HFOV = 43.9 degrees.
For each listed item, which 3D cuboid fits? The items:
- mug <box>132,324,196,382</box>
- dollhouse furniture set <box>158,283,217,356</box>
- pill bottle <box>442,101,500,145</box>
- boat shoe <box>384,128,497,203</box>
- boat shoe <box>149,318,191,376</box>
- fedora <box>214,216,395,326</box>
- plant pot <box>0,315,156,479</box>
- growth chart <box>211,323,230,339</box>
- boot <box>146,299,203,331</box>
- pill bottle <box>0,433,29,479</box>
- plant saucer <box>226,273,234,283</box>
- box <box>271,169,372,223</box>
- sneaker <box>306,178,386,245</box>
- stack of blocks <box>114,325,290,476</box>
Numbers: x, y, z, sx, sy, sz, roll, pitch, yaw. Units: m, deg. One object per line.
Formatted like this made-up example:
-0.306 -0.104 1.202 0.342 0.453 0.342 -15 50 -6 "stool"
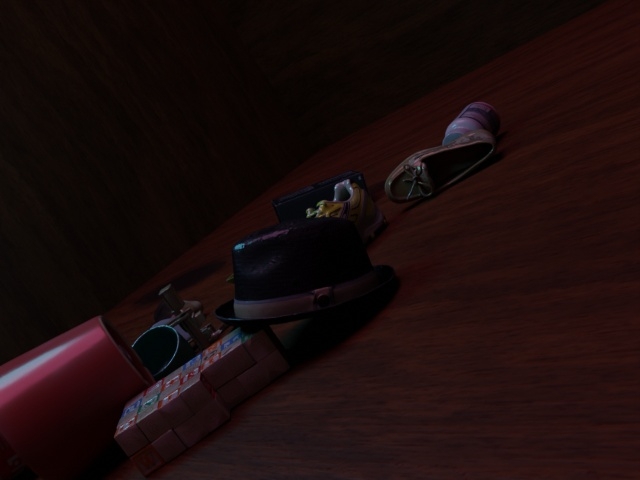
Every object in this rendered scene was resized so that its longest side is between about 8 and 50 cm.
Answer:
-0.334 0.271 1.683 0.130 0.097 0.157 -2 52 29 "mug"
-0.330 0.192 1.831 0.101 0.182 0.161 -34 11 0 "dollhouse furniture set"
0.371 -0.265 1.973 0.108 0.108 0.180 -25 13 40 "pill bottle"
0.275 -0.171 1.847 0.285 0.104 0.089 -30 8 16 "boat shoe"
-0.375 0.276 1.860 0.267 0.096 0.088 -71 0 -65 "boat shoe"
-0.039 0.042 1.433 0.334 0.152 0.334 -12 7 1 "fedora"
-0.462 0.290 1.518 0.243 0.275 0.275 -38 11 -9 "plant pot"
-0.155 0.140 1.815 0.237 0.021 0.172 -42 -2 32 "growth chart"
-0.462 0.246 2.249 0.207 0.090 0.248 -39 15 -37 "boot"
-0.711 0.415 1.814 0.408 0.229 0.229 -34 8 -36 "pill bottle"
-0.153 0.060 2.279 0.188 0.045 0.188 -25 13 41 "plant saucer"
0.001 -0.111 2.291 0.261 0.103 0.184 -21 7 -4 "box"
0.000 0.000 1.794 0.145 0.147 0.384 -23 16 41 "sneaker"
-0.199 0.260 1.376 0.297 0.087 0.171 -34 10 -2 "stack of blocks"
